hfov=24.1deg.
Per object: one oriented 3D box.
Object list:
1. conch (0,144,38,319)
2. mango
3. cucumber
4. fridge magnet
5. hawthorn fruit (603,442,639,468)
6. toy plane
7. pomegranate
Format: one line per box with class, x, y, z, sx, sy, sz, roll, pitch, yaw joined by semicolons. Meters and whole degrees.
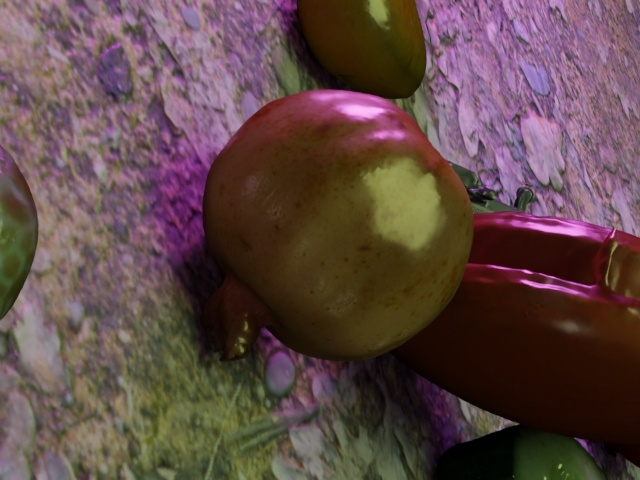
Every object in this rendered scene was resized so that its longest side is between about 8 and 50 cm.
conch;-0.207;-0.011;0.766;0.173;0.106;0.116;48;51;-11
mango;0.044;-0.198;1.407;0.195;0.098;0.137;53;29;-52
cucumber;0.199;0.266;1.419;0.191;0.130;0.191;45;34;-42
fridge magnet;0.212;0.085;1.284;0.363;0.363;0.155;36;66;-53
hawthorn fruit;0.475;0.156;1.880;0.316;0.316;0.316;43;39;-49
toy plane;0.102;-0.047;1.323;0.226;0.226;0.058;163;-60;-80
pomegranate;0.012;-0.012;1.110;0.207;0.207;0.207;43;39;-49
